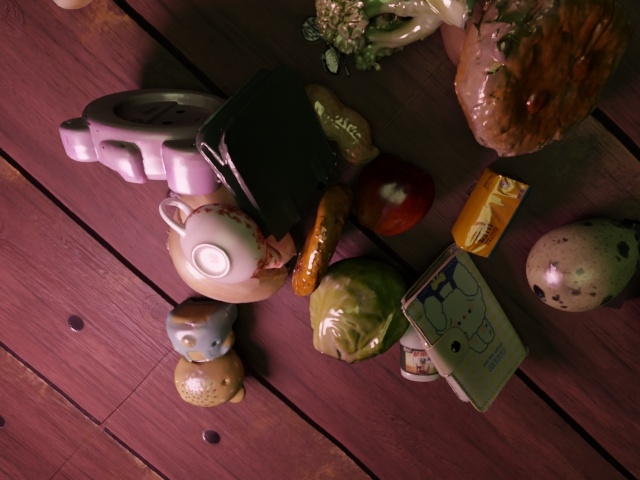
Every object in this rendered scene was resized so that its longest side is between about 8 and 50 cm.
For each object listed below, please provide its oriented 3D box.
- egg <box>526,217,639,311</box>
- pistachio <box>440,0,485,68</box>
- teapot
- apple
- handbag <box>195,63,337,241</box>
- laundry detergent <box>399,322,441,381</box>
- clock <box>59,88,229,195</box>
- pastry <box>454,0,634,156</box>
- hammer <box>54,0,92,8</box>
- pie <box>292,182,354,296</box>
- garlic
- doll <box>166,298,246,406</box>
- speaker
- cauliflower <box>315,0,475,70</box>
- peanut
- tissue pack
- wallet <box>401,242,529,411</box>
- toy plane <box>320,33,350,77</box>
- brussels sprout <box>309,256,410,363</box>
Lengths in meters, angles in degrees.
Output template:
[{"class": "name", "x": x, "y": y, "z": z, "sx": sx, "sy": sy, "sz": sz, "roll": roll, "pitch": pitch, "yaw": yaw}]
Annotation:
[{"class": "egg", "x": 0.532, "y": 0.043, "z": 0.941, "sx": 0.228, "sy": 0.177, "sz": 0.177, "roll": -37, "pitch": 99, "yaw": 3}, {"class": "pistachio", "x": 0.281, "y": -0.406, "z": 0.879, "sx": 0.108, "sy": 0.126, "sz": 0.185, "roll": -25, "pitch": 102, "yaw": -27}, {"class": "teapot", "x": -0.190, "y": 0.001, "z": 0.855, "sx": 0.246, "sy": 0.116, "sz": 0.159, "roll": 40, "pitch": 137, "yaw": -7}, {"class": "apple", "x": 0.150, "y": -0.090, "z": 0.980, "sx": 0.156, "sy": 0.147, "sz": 0.158, "roll": 19, "pitch": 112, "yaw": -19}, {"class": "handbag", "x": -0.084, "y": -0.161, "z": 0.873, "sx": 0.079, "sy": 0.247, "sz": 0.260, "roll": 5, "pitch": 140, "yaw": 36}, {"class": "laundry detergent", "x": 0.237, "y": 0.221, "z": 1.102, "sx": 0.099, "sy": 0.070, "sz": 0.225, "roll": 2, "pitch": 107, "yaw": 18}, {"class": "clock", "x": -0.311, "y": -0.217, "z": 0.935, "sx": 0.323, "sy": 0.295, "sz": 0.113, "roll": 10, "pitch": 126, "yaw": 9}, {"class": "pastry", "x": 0.379, "y": -0.299, "z": 0.825, "sx": 0.330, "sy": 0.136, "sz": 0.329, "roll": -14, "pitch": 134, "yaw": -15}, {"class": "hammer", "x": -0.465, "y": -0.633, "z": 0.938, "sx": 0.306, "sy": 0.113, "sz": 0.201, "roll": -33, "pitch": 103, "yaw": 9}, {"class": "pie", "x": 0.001, "y": 0.000, "z": 0.965, "sx": 0.069, "sy": 0.273, "sz": 0.273, "roll": 24, "pitch": 110, "yaw": 0}, {"class": "garlic", "x": -0.198, "y": -0.005, "z": 1.029, "sx": 0.286, "sy": 0.249, "sz": 0.313, "roll": -41, "pitch": 88, "yaw": 18}, {"class": "doll", "x": -0.283, "y": 0.288, "z": 1.164, "sx": 0.177, "sy": 0.161, "sz": 0.260, "roll": -3, "pitch": 105, "yaw": 9}, {"class": "speaker", "x": 0.646, "y": 0.052, "z": 0.994, "sx": 0.046, "sy": 0.040, "sz": 0.190, "roll": 11, "pitch": 109, "yaw": 4}, {"class": "cauliflower", "x": 0.135, "y": -0.452, "z": 0.822, "sx": 0.281, "sy": 0.260, "sz": 0.326, "roll": 19, "pitch": 144, "yaw": 6}, {"class": "peanut", "x": 0.032, "y": -0.243, "z": 0.979, "sx": 0.228, "sy": 0.085, "sz": 0.104, "roll": 35, "pitch": 129, "yaw": -4}, {"class": "tissue pack", "x": 0.347, "y": -0.062, "z": 0.965, "sx": 0.082, "sy": 0.120, "sz": 0.169, "roll": 24, "pitch": 111, "yaw": 0}, {"class": "wallet", "x": 0.316, "y": 0.190, "z": 1.020, "sx": 0.223, "sy": 0.077, "sz": 0.309, "roll": -40, "pitch": 104, "yaw": -19}, {"class": "toy plane", "x": 0.022, "y": -0.390, "z": 0.962, "sx": 0.049, "sy": 0.031, "sz": 0.120, "roll": -19, "pitch": 106, "yaw": 9}, {"class": "brussels sprout", "x": 0.087, "y": 0.156, "z": 1.040, "sx": 0.244, "sy": 0.244, "sz": 0.243, "roll": 3, "pitch": 108, "yaw": 9}]
